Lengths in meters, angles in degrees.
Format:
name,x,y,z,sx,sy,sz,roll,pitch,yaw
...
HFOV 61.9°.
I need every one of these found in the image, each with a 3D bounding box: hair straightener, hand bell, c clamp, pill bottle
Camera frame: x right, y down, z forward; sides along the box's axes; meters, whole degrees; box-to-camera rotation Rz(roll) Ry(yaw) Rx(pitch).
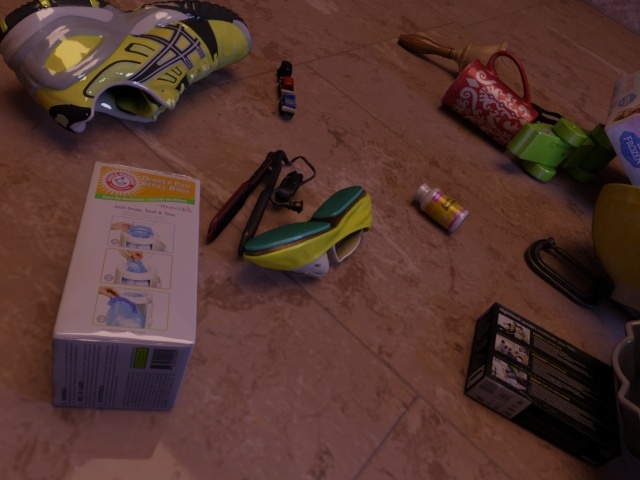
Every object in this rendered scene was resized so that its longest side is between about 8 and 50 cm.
name,x,y,z,sx,sy,sz,roll,pitch,yaw
hair straightener,-0.062,-0.055,0.709,0.089,0.047,0.230,26,37,2
hand bell,0.301,-0.443,1.256,0.242,0.126,0.126,22,41,10
c clamp,0.413,0.048,0.878,0.161,0.022,0.137,36,47,6
pill bottle,0.186,-0.053,0.834,0.083,0.043,0.043,40,43,13

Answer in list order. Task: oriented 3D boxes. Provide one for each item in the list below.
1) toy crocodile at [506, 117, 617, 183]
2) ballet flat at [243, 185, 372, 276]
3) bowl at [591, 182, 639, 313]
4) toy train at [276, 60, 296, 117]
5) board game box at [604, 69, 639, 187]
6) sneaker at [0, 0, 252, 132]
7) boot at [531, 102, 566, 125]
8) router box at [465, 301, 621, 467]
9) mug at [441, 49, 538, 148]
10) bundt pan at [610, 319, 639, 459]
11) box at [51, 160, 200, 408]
name,x,y,z,sx,sy,sz,roll,pitch,yaw
toy crocodile,0.505,-0.193,1.093,0.341,0.115,0.105,-1,46,-32
ballet flat,0.000,0.000,0.662,0.077,0.077,0.231,-1,22,37
bowl,0.527,0.047,0.797,0.290,0.156,0.289,27,7,-4
toy train,-0.057,-0.262,0.915,0.027,0.036,0.158,11,45,-19
board game box,0.681,-0.155,1.072,0.318,0.066,0.318,56,41,-12
sneaker,-0.239,-0.242,0.754,0.385,0.145,0.147,-30,98,-46
boot,0.496,-0.275,1.220,0.121,0.045,0.099,39,40,22
router box,0.275,0.172,0.657,0.179,0.046,0.133,30,41,1
mug,0.355,-0.284,1.083,0.169,0.150,0.113,43,58,9
bundt pan,0.492,0.207,0.580,0.331,0.124,0.330,-7,32,4
box,-0.175,0.037,0.497,0.103,0.114,0.203,8,45,-19
